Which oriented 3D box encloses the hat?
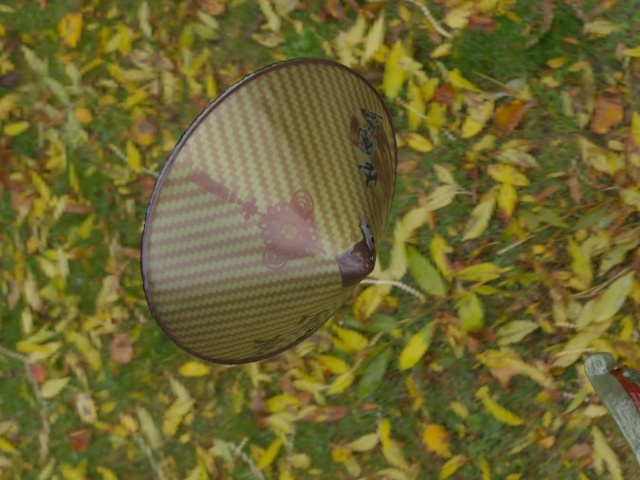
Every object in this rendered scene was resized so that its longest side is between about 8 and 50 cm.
[{"bbox_3d":[0.000,0.000,0.649,0.082,0.193,0.193,30,109,39],"label":"hat"}]

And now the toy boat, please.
[{"bbox_3d":[0.273,0.160,0.890,0.071,0.089,0.185,-42,64,41],"label":"toy boat"}]
